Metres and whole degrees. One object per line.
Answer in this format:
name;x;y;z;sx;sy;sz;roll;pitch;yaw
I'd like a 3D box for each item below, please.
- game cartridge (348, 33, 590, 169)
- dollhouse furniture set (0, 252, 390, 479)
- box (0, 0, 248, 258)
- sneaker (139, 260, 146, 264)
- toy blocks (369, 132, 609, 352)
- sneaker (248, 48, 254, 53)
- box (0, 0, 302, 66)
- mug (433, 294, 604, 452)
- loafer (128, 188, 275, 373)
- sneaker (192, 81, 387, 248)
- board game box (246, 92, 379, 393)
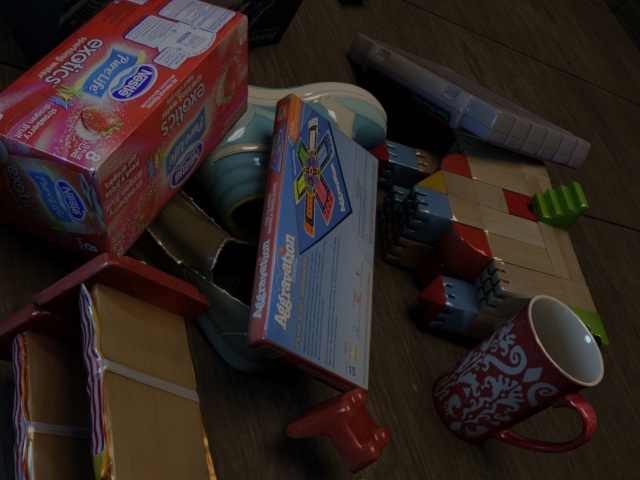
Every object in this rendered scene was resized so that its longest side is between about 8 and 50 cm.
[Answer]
game cartridge;0.217;-0.217;1.281;0.230;0.068;0.355;5;25;-37
dollhouse furniture set;-0.078;0.183;0.669;0.374;0.152;0.201;32;34;-47
box;-0.180;-0.116;0.764;0.128;0.123;0.257;20;49;14
sneaker;-0.186;0.067;0.720;0.059;0.053;0.144;51;37;5
toy blocks;0.198;-0.013;1.103;0.260;0.191;0.382;14;44;-20
sneaker;-0.128;-0.339;1.167;0.075;0.057;0.161;19;46;-40
box;-0.153;-0.360;0.895;0.343;0.312;0.179;-21;72;-38
mug;0.217;0.166;0.923;0.113;0.169;0.150;25;41;-27
loafer;-0.111;0.011;0.817;0.251;0.087;0.094;48;36;3
sneaker;-0.015;-0.077;0.973;0.318;0.127;0.208;-9;59;-38
board game box;0.000;0.000;0.827;0.145;0.027;0.281;34;48;-38
